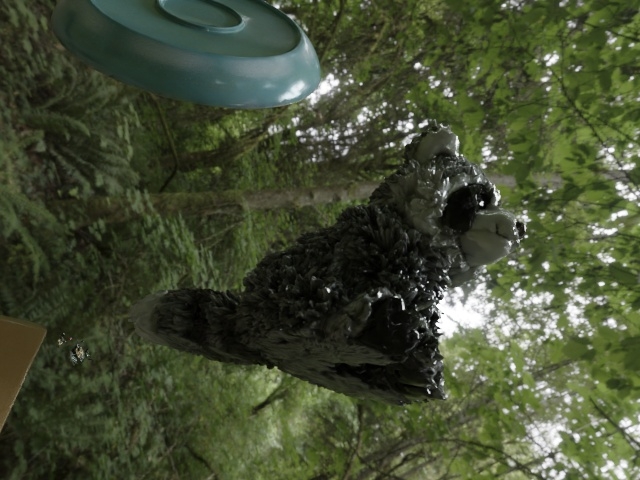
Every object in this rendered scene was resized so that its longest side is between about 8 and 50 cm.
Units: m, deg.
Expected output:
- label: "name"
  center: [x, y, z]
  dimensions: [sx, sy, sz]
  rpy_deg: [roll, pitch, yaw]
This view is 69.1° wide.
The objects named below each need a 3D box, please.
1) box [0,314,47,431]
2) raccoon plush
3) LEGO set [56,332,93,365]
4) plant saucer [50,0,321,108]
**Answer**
- label: "box"
  center: [-0.365, 0.120, 0.382]
  dimensions: [0.021, 0.201, 0.164]
  rpy_deg: [19, -96, 57]
- label: "raccoon plush"
  center: [0.000, 0.000, 0.560]
  dimensions: [0.216, 0.447, 0.299]
  rpy_deg: [80, 24, -58]
- label: "LEGO set"
  center: [-0.488, 0.217, 0.916]
  dimensions: [0.083, 0.023, 0.054]
  rpy_deg: [61, 17, -22]
- label: "plant saucer"
  center: [-0.147, -0.260, 0.564]
  dimensions: [0.317, 0.318, 0.043]
  rpy_deg: [62, -35, 38]
